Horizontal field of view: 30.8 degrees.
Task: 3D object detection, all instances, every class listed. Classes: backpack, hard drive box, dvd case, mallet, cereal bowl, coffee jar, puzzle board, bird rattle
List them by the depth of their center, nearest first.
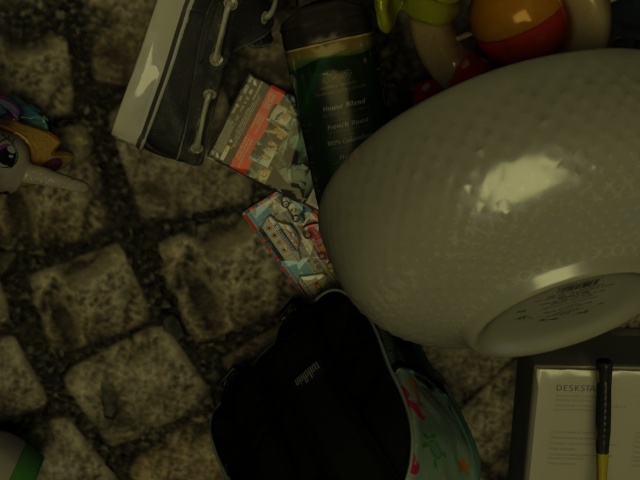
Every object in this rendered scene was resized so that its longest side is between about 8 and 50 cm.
[{"bbox_3d":[0.175,0.000,0.938,0.338,0.141,0.339,-12,155,-6],"label":"cereal bowl"},{"bbox_3d":[0.134,-0.164,0.949,0.206,0.143,0.254,-14,105,34],"label":"bird rattle"},{"bbox_3d":[0.018,-0.117,1.008,0.079,0.096,0.184,-12,100,3],"label":"coffee jar"},{"bbox_3d":[0.031,0.202,1.059,0.191,0.253,0.225,34,107,-33],"label":"backpack"},{"bbox_3d":[-0.032,-0.089,1.065,0.119,0.013,0.087,26,97,-8],"label":"dvd case"},{"bbox_3d":[0.259,0.199,1.079,0.039,0.062,0.190,-2,96,0],"label":"mallet"},{"bbox_3d":[0.000,0.000,1.108,0.096,0.011,0.128,-32,107,11],"label":"puzzle board"},{"bbox_3d":[0.283,0.208,1.144,0.181,0.089,0.232,2,111,-1],"label":"hard drive box"}]

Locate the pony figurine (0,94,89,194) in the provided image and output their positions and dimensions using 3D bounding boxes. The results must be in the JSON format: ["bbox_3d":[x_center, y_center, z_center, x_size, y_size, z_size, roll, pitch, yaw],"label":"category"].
[{"bbox_3d":[-0.410,-0.065,0.945,0.351,0.363,0.303,23,117,8],"label":"pony figurine"}]

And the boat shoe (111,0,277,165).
[{"bbox_3d":[-0.083,-0.200,0.983,0.102,0.108,0.301,22,112,-8],"label":"boat shoe"}]

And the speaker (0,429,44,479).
[{"bbox_3d":[-0.428,0.202,1.127,0.296,0.131,0.131,25,109,-9],"label":"speaker"}]

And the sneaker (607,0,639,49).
[{"bbox_3d":[0.348,-0.153,0.974,0.350,0.148,0.131,-13,110,5],"label":"sneaker"}]
